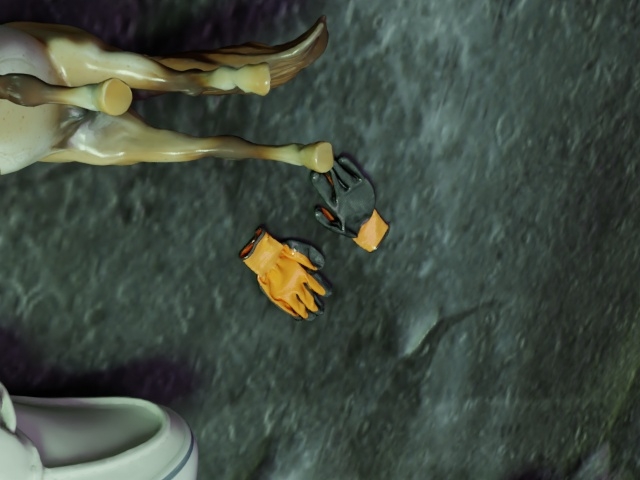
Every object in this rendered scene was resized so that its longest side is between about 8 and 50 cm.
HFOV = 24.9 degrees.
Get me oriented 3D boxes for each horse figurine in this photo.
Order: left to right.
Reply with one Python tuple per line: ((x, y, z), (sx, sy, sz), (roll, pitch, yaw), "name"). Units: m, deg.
((-0.109, -0.055, 0.551), (0.263, 0.174, 0.066), (-13, 110, -52), "horse figurine")

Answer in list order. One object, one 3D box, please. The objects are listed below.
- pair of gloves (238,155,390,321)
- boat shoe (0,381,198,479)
((0.000, 0.000, 0.758), (0.083, 0.010, 0.074), (-51, 134, -12), "pair of gloves")
((-0.160, 0.095, 0.602), (0.258, 0.095, 0.084), (-12, 121, -39), "boat shoe")
